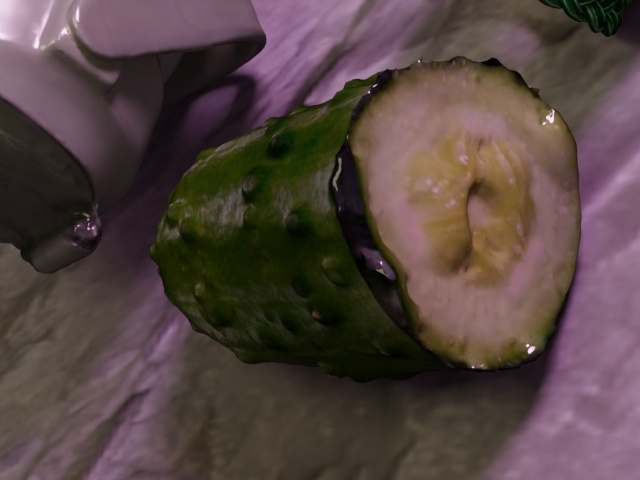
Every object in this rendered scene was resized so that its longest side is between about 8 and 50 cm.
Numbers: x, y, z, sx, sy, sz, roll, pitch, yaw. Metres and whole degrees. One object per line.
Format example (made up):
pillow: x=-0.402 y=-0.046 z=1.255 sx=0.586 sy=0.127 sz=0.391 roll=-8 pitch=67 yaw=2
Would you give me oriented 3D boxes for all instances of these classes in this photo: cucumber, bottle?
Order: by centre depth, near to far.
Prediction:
cucumber: x=-0.003 y=-0.001 z=0.875 sx=0.244 sy=0.134 sz=0.134 roll=-13 pitch=57 yaw=56
bottle: x=-0.138 y=-0.143 z=1.025 sx=0.229 sy=0.229 sz=0.351 roll=-23 pitch=45 yaw=39

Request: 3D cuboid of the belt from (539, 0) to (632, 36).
belt: x=0.093 y=-0.157 z=0.855 sx=0.079 sy=0.121 sz=0.151 roll=-55 pitch=33 yaw=11
